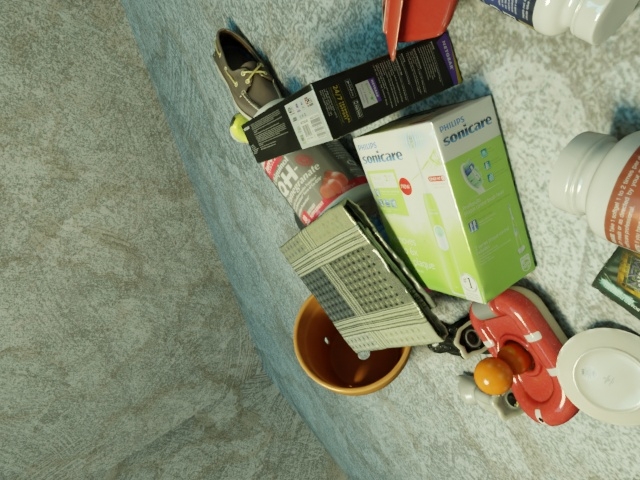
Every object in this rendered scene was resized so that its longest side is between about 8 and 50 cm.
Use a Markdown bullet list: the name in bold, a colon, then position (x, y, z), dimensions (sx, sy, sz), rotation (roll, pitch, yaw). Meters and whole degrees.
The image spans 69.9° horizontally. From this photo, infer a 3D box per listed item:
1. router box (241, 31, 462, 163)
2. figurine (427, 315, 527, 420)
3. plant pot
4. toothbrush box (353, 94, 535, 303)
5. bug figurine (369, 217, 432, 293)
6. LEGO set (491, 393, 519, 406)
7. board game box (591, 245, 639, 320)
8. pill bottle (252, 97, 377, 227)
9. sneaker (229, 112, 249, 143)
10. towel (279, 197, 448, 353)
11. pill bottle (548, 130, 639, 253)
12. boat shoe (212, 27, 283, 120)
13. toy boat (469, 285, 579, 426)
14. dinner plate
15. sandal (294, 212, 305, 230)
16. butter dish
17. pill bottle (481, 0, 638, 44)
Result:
- **router box**: position (0.032, -0.221, 0.752), dimensions (0.308, 0.242, 0.081), rotation (6, 122, 63)
- **figurine**: position (0.309, 0.261, 0.943), dimensions (0.215, 0.092, 0.209), rotation (59, 166, 5)
- **plant pot**: position (0.097, 0.261, 1.173), dimensions (0.291, 0.290, 0.203), rotation (47, 171, 32)
- **toothbrush box**: position (0.195, -0.063, 0.744), dimensions (0.206, 0.122, 0.283), rotation (13, 126, 63)
- **bug figurine**: position (0.142, 0.089, 0.984), dimensions (0.216, 0.072, 0.279), rotation (36, 125, 32)
- **LEGO set**: position (0.337, 0.264, 0.824), dimensions (0.083, 0.054, 0.023), rotation (23, 170, -2)
- **board game box**: position (0.425, 0.070, 0.526), dimensions (0.186, 0.026, 0.126), rotation (46, 154, 32)
- **pill bottle**: position (-0.023, -0.163, 1.024), dimensions (0.319, 0.176, 0.176), rotation (53, 156, 19)
- **sneaker**: position (-0.149, -0.277, 1.216), dimensions (0.094, 0.208, 0.082), rotation (27, 96, 38)
- **towel**: position (0.074, 0.087, 0.914), dimensions (0.312, 0.056, 0.324), rotation (54, 150, -3)
- **pill bottle**: position (0.347, -0.038, 0.442), dimensions (0.216, 0.121, 0.121), rotation (35, 146, 47)
- **boat shoe**: position (-0.182, -0.415, 1.163), dimensions (0.324, 0.116, 0.097), rotation (56, 161, 27)
- **toy boat**: position (0.315, 0.199, 0.750), dimensions (0.231, 0.151, 0.151), rotation (58, 158, 8)
- **dinner plate**: position (0.405, 0.192, 0.636), dimensions (0.141, 0.017, 0.141), rotation (8, 102, 39)
- **sandal**: position (0.000, -0.001, 1.347), dimensions (0.255, 0.054, 0.097), rotation (63, 153, 21)
- **butter dish**: position (0.141, -0.326, 0.574), dimensions (0.160, 0.118, 0.160), rotation (-84, -4, -48)
- **pill bottle**: position (0.228, -0.269, 0.464), dimensions (0.169, 0.094, 0.094), rotation (49, 155, 29)
